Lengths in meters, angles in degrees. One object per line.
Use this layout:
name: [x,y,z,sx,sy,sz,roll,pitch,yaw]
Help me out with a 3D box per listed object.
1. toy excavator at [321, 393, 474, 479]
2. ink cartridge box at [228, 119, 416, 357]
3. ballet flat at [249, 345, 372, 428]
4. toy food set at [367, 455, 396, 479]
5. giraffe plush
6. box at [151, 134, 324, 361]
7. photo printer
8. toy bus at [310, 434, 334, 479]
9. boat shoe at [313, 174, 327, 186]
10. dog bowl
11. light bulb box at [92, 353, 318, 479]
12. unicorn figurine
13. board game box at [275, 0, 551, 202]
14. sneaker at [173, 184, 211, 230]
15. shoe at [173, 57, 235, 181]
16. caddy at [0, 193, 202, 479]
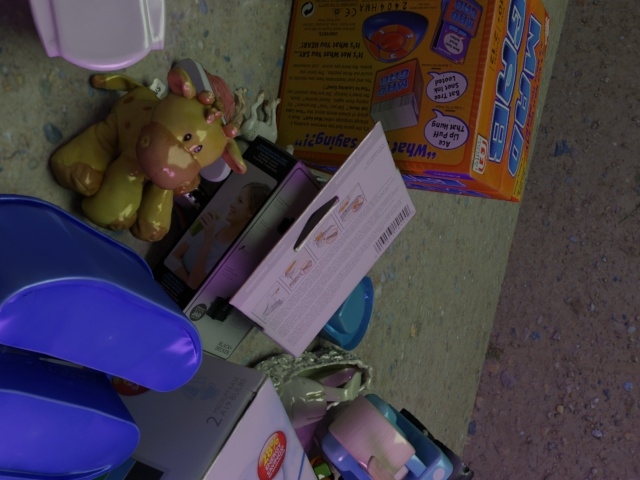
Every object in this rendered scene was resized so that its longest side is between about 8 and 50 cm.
toy excavator: [0.105,0.405,1.269,0.222,0.433,0.445,-45,115,-8]
ink cartridge box: [0.000,0.000,0.916,0.296,0.066,0.261,-50,150,-9]
ballet flat: [-0.020,0.278,1.242,0.409,0.147,0.147,-8,105,-59]
toy food set: [0.038,0.435,0.989,0.128,0.071,0.218,45,65,-35]
giraffe plush: [-0.177,-0.108,0.763,0.181,0.170,0.210,25,74,-45]
box: [-0.110,0.017,0.934,0.290,0.087,0.169,-53,149,-3]
photo printer: [-0.210,-0.294,0.596,0.107,0.307,0.256,-8,111,-15]
toy bus: [-0.007,0.532,1.346,0.202,0.104,0.191,-147,-146,-79]
boat shoe: [-0.069,-0.067,1.119,0.319,0.116,0.099,0,54,-53]
dog bowl: [0.025,0.098,1.329,0.166,0.074,0.297,-62,146,-31]
light bulb box: [-0.191,0.384,0.866,0.358,0.225,0.361,-58,146,-35]
unicorn figurine: [-0.090,-0.178,1.059,0.162,0.060,0.111,9,87,-42]
board game box: [0.175,-0.281,1.188,0.356,0.356,0.356,8,92,-61]
sneaker: [-0.178,-0.063,0.920,0.061,0.065,0.158,-63,147,-29]
shoe: [-0.143,-0.159,0.901,0.081,0.063,0.178,11,57,-64]
caddy: [-0.285,0.099,0.667,0.241,0.179,0.341,-52,147,-4]
